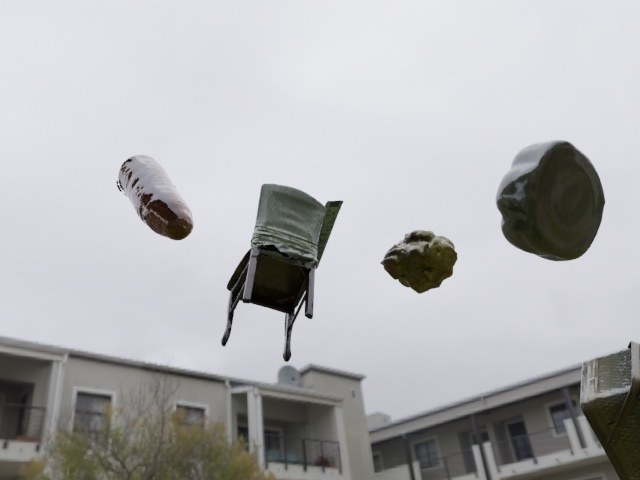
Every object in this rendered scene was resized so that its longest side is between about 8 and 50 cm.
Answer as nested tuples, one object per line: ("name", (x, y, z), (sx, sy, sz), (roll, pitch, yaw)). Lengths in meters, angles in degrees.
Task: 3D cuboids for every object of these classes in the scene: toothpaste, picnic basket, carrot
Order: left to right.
("carrot", (-0.149, -0.034, 0.554), (0.048, 0.139, 0.048), (-14, -58, -23))
("toothpaste", (0.000, 0.000, 1.466), (0.062, 0.037, 0.216), (-9, -53, -49))
("picnic basket", (0.557, 0.312, 1.026), (0.139, 0.165, 0.267), (-27, -82, 31))

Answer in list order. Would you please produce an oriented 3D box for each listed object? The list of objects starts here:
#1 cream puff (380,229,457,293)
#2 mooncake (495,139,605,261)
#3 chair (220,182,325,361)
("cream puff", (0.206, 0.035, 1.301), (0.146, 0.146, 0.116), (-30, -42, 31))
("mooncake", (0.511, -0.086, 1.373), (0.274, 0.275, 0.135), (18, -6, -33))
("chair", (-0.093, 0.057, 1.242), (0.160, 0.319, 0.186), (16, -49, -13))
